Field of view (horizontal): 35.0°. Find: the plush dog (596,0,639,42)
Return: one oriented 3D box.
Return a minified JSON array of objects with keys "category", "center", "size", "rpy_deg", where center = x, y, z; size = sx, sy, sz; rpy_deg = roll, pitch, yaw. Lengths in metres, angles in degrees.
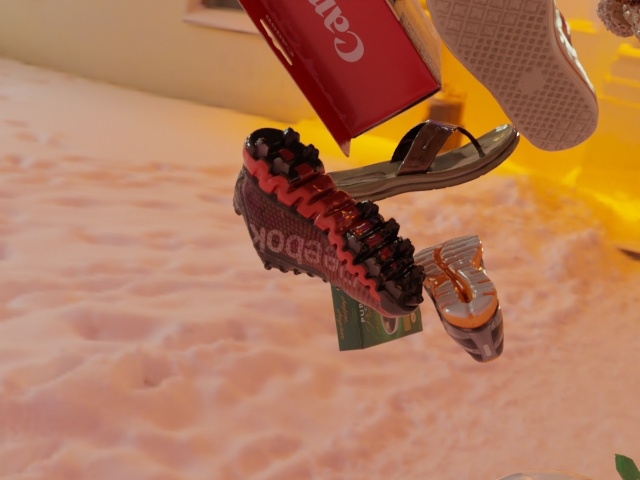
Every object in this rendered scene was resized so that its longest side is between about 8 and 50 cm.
[{"category":"plush dog","center":[0.606,-0.382,1.722],"size":[0.262,0.210,0.225],"rpy_deg":[44,32,10]}]

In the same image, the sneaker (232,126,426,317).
[{"category":"sneaker","center":[0.000,0.000,1.151],"size":[0.276,0.135,0.097],"rpy_deg":[44,37,16]}]

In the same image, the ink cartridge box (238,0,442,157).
[{"category":"ink cartridge box","center":[0.011,-0.289,1.169],"size":[0.130,0.309,0.272],"rpy_deg":[-29,22,20]}]

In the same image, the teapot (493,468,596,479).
[{"category":"teapot","center":[0.188,0.303,0.722],"size":[0.256,0.252,0.187],"rpy_deg":[38,-11,-34]}]

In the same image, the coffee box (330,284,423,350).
[{"category":"coffee box","center":[0.079,0.085,1.395],"size":[0.040,0.113,0.184],"rpy_deg":[-8,0,32]}]

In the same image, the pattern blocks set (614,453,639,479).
[{"category":"pattern blocks set","center":[0.387,0.460,1.430],"size":[0.285,0.325,0.026],"rpy_deg":[47,-26,-16]}]

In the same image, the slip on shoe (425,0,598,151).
[{"category":"slip on shoe","center":[0.194,-0.226,1.042],"size":[0.123,0.331,0.101],"rpy_deg":[-23,46,22]}]

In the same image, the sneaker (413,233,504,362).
[{"category":"sneaker","center":[0.158,0.061,1.143],"size":[0.084,0.083,0.215],"rpy_deg":[-20,24,9]}]

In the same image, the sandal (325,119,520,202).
[{"category":"sandal","center":[0.137,-0.120,1.428],"size":[0.302,0.086,0.120],"rpy_deg":[-14,17,-4]}]
